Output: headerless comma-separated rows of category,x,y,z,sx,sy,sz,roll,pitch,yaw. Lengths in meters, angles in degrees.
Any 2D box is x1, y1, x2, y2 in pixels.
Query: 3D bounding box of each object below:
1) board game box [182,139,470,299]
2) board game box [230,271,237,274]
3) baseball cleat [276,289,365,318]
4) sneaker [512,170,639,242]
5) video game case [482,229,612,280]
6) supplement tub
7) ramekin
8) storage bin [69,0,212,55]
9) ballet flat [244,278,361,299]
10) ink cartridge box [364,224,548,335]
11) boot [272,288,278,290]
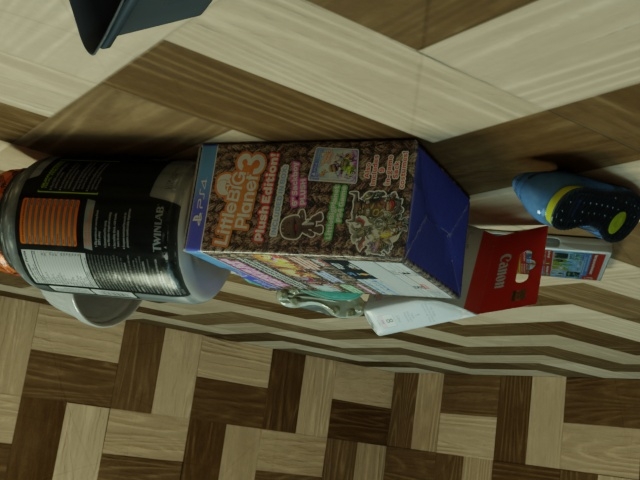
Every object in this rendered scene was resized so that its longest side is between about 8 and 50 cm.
board game box,0.016,-0.021,1.139,0.291,0.141,0.232,2,166,25
board game box,-0.100,0.063,1.860,0.103,0.026,0.154,18,164,-38
baseball cleat,0.001,0.131,2.054,0.206,0.072,0.109,13,-179,-1
sneaker,0.306,-0.049,1.057,0.209,0.069,0.082,7,-156,-43
video game case,0.309,0.022,1.429,0.285,0.025,0.204,5,167,14
supplement tub,-0.289,-0.018,1.224,0.316,0.194,0.193,4,167,19
ramekin,-0.396,0.040,1.552,0.109,0.207,0.207,11,171,28
storage bin,-0.114,-0.193,0.596,0.091,0.098,0.135,-17,179,-27
ballet flat,-0.035,0.057,1.716,0.247,0.083,0.087,10,-168,-10
ink cartridge box,0.191,0.036,1.254,0.232,0.189,0.066,-19,117,30
boot,-0.081,0.021,1.453,0.106,0.114,0.037,16,165,-35
